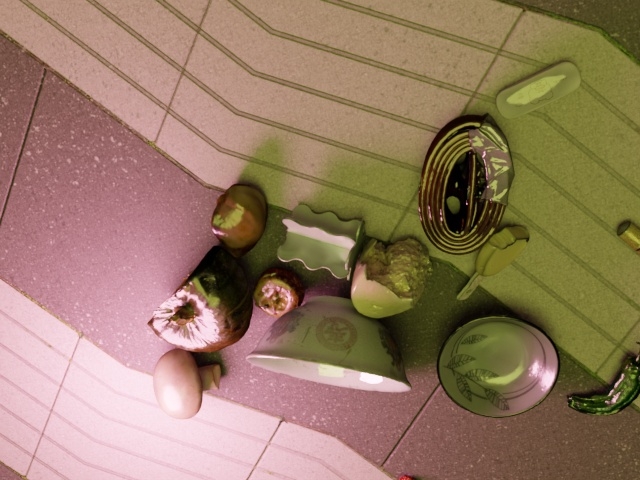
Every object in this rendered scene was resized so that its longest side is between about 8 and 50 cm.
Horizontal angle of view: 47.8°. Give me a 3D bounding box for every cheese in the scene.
[{"bbox_3d":[0.423,0.067,1.832,0.050,0.127,0.255,57,132,32],"label":"cheese"}]

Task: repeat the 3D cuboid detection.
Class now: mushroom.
[{"bbox_3d":[-0.383,0.411,2.095,0.204,0.204,0.204,4,114,9],"label":"mushroom"}]

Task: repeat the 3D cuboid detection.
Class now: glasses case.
[{"bbox_3d":[0.499,-0.345,1.659,0.193,0.049,0.074,-23,108,20],"label":"glasses case"}]

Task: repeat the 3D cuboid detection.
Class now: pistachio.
[{"bbox_3d":[-0.213,-0.051,1.885,0.165,0.130,0.210,-15,120,-25],"label":"pistachio"}]

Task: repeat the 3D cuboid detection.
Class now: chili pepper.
[{"bbox_3d":[0.785,0.376,1.909,0.122,0.065,0.279,30,119,-7],"label":"chili pepper"}]

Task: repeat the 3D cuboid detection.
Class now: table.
[{"bbox_3d":[0.000,0.000,1.851,0.198,0.166,0.167,16,115,12],"label":"table"}]

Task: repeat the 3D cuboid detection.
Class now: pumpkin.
[{"bbox_3d":[-0.303,0.192,1.930,0.232,0.242,0.325,42,128,-2],"label":"pumpkin"}]

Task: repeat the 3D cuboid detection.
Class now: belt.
[{"bbox_3d":[0.348,-0.137,1.739,0.217,0.122,0.339,9,115,8],"label":"belt"}]

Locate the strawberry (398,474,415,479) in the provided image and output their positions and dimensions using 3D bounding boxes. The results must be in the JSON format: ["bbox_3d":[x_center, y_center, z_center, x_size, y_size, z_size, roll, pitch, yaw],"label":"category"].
[{"bbox_3d":[0.259,0.749,2.161,0.073,0.083,0.073,2,105,7],"label":"strawberry"}]

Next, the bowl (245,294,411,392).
[{"bbox_3d":[0.037,0.260,1.888,0.434,0.435,0.196,10,73,6],"label":"bowl"}]

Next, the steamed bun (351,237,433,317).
[{"bbox_3d":[0.171,0.083,1.808,0.200,0.225,0.170,-21,108,19],"label":"steamed bun"}]

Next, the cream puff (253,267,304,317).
[{"bbox_3d":[-0.113,0.138,1.964,0.149,0.084,0.149,6,118,11],"label":"cream puff"}]

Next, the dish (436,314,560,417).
[{"bbox_3d":[0.468,0.315,1.922,0.316,0.106,0.317,3,112,7],"label":"dish"}]

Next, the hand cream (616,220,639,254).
[{"bbox_3d":[0.807,0.029,1.755,0.203,0.084,0.084,38,115,1],"label":"hand cream"}]
